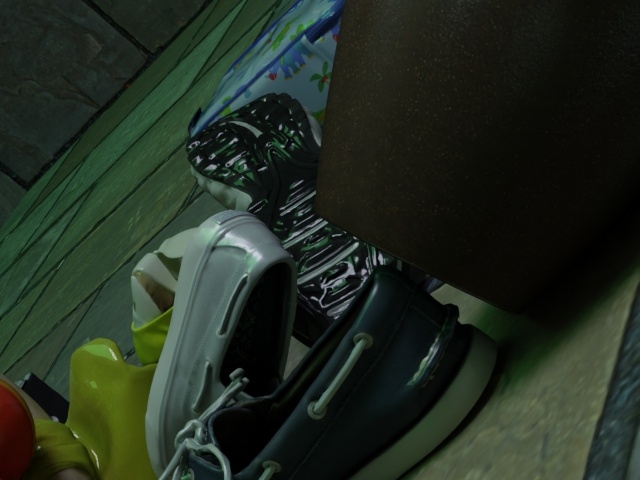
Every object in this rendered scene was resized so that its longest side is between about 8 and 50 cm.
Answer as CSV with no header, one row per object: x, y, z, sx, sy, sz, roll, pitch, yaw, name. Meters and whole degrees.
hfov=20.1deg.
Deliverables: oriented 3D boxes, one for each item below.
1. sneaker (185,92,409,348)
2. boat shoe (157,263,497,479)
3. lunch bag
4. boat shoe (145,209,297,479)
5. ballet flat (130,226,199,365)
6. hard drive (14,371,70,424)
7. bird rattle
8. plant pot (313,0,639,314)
0.000,0.000,1.100,0.100,0.108,0.271,-31,29,0,sneaker
-0.027,0.107,0.871,0.254,0.079,0.095,-41,15,33,boat shoe
-0.014,-0.152,1.598,0.219,0.090,0.176,-41,12,31,lunch bag
-0.046,0.076,0.987,0.063,0.066,0.184,38,121,44,boat shoe
-0.099,0.034,1.351,0.077,0.077,0.231,-57,14,-29,ballet flat
-0.338,0.277,1.495,0.237,0.064,0.339,-43,14,28,hard drive
-0.190,0.146,1.058,0.143,0.207,0.253,-48,7,22,bird rattle
0.096,-0.091,0.824,0.230,0.215,0.215,-64,12,3,plant pot
